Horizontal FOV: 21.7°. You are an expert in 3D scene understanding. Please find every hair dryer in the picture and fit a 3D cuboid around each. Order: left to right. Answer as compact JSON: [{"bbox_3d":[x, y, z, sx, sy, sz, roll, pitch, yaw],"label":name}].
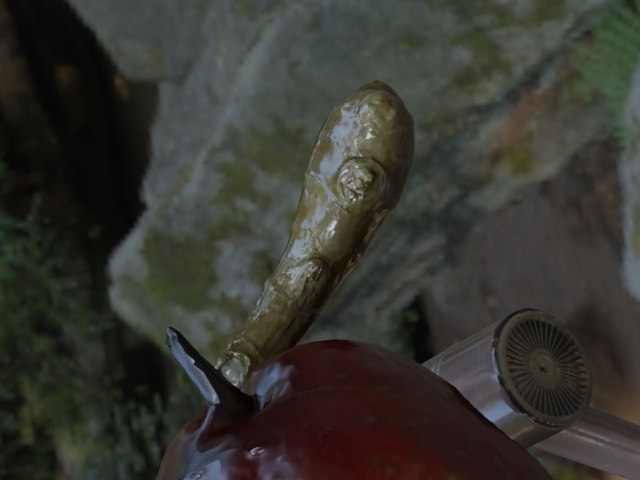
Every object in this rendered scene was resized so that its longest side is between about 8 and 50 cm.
[{"bbox_3d":[0.228,0.180,1.455,0.189,0.344,0.107,-37,39,47],"label":"hair dryer"}]

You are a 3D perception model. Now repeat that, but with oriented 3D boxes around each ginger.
[{"bbox_3d":[0.000,0.000,1.349,0.295,0.086,0.131,-62,4,-18],"label":"ginger"}]

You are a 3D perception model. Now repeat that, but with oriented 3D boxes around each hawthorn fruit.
[{"bbox_3d":[0.011,0.198,1.160,0.369,0.284,0.285,54,178,-12],"label":"hawthorn fruit"}]
